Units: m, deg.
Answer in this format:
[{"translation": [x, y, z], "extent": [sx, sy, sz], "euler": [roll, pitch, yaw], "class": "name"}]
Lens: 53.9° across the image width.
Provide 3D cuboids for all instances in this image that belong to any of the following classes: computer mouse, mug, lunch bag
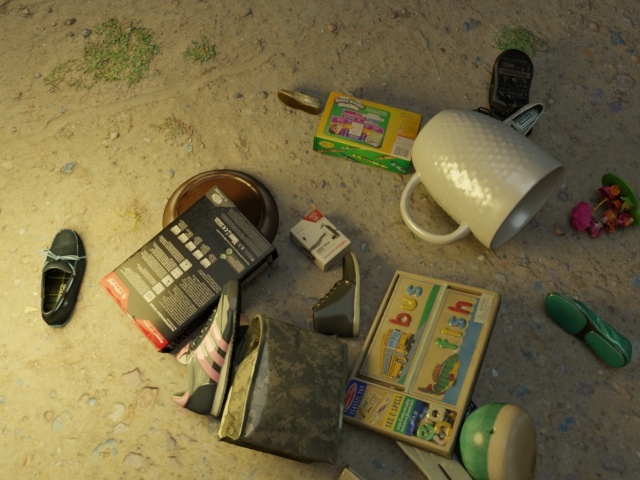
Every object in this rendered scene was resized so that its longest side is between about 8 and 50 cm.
[{"translation": [0.555, -0.442, 1.887], "extent": [0.189, 0.072, 0.272], "euler": [15, 77, 2], "class": "computer mouse"}, {"translation": [0.376, -0.150, 1.634], "extent": [0.374, 0.276, 0.328], "euler": [-45, 67, -3], "class": "mug"}, {"translation": [-0.073, 0.325, 1.395], "extent": [0.236, 0.169, 0.286], "euler": [21, 65, -20], "class": "lunch bag"}]

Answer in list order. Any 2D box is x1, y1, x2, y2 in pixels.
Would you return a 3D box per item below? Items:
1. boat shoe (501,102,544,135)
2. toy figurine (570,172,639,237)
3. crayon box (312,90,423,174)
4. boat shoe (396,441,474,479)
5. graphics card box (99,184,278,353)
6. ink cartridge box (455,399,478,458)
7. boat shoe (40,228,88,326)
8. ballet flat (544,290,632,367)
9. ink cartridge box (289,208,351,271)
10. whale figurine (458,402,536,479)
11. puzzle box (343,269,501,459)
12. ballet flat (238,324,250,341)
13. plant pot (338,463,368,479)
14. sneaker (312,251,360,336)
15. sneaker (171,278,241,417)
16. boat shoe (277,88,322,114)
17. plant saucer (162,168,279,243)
[{"translation": [0.539, -0.313, 1.784], "extent": [0.083, 0.076, 0.226], "euler": [42, 86, 2], "class": "boat shoe"}, {"translation": [0.761, -0.069, 1.709], "extent": [0.159, 0.130, 0.173], "euler": [-33, 95, -3], "class": "toy figurine"}, {"translation": [0.134, -0.305, 1.786], "extent": [0.279, 0.081, 0.165], "euler": [16, 64, 5], "class": "crayon box"}, {"translation": [0.247, 0.473, 1.410], "extent": [0.109, 0.094, 0.302], "euler": [-32, 53, 0], "class": "boat shoe"}, {"translation": [-0.314, 0.068, 1.538], "extent": [0.371, 0.094, 0.233], "euler": [-43, 78, -9], "class": "graphics card box"}, {"translation": [0.318, 0.411, 1.471], "extent": [0.097, 0.046, 0.207], "euler": [-32, 70, -16], "class": "ink cartridge box"}, {"translation": [-0.634, 0.081, 1.555], "extent": [0.109, 0.089, 0.258], "euler": [-6, 65, -6], "class": "boat shoe"}, {"translation": [0.672, 0.211, 1.578], "extent": [0.247, 0.083, 0.087], "euler": [45, 46, 17], "class": "ballet flat"}, {"translation": [0.000, 0.000, 1.646], "extent": [0.099, 0.056, 0.135], "euler": [-41, 72, -20], "class": "ink cartridge box"}, {"translation": [0.388, 0.458, 1.362], "extent": [0.141, 0.272, 0.216], "euler": [4, 59, 35], "class": "whale figurine"}, {"translation": [0.234, 0.268, 1.469], "extent": [0.272, 0.052, 0.408], "euler": [11, 58, 26], "class": "puzzle box"}, {"translation": [-0.237, 0.248, 1.528], "extent": [0.173, 0.057, 0.049], "euler": [-20, 107, -11], "class": "ballet flat"}, {"translation": [0.071, 0.560, 1.359], "extent": [0.109, 0.109, 0.096], "euler": [35, 80, 13], "class": "plant pot"}, {"translation": [0.038, 0.129, 1.571], "extent": [0.118, 0.083, 0.221], "euler": [1, 65, -2], "class": "sneaker"}, {"translation": [-0.258, 0.238, 1.437], "extent": [0.131, 0.112, 0.318], "euler": [10, 87, -1], "class": "sneaker"}, {"translation": [-0.060, -0.413, 1.849], "extent": [0.136, 0.050, 0.045], "euler": [24, 62, -3], "class": "boat shoe"}, {"translation": [-0.266, -0.067, 1.671], "extent": [0.311, 0.050, 0.310], "euler": [1, 63, -3], "class": "plant saucer"}]
